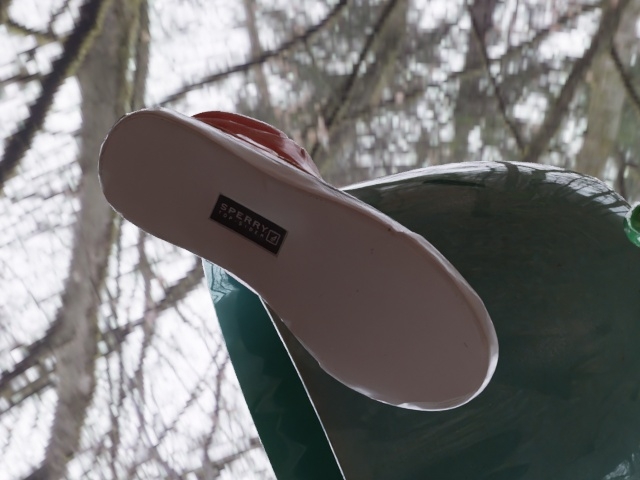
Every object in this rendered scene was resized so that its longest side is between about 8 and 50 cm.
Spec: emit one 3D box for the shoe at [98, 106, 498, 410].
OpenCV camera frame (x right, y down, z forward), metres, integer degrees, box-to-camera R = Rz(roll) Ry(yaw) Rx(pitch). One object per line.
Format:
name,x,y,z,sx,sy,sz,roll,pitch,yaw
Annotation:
shoe,0.000,0.000,0.612,0.178,0.081,0.063,32,-74,12

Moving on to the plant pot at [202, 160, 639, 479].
plant pot,0.090,0.085,0.927,0.235,0.293,0.293,-21,-117,-12

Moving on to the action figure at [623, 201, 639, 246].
action figure,0.251,0.009,0.672,0.232,0.063,0.137,11,-95,9
